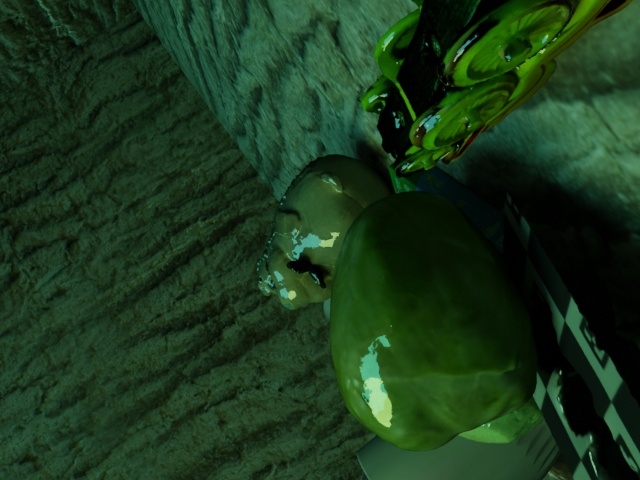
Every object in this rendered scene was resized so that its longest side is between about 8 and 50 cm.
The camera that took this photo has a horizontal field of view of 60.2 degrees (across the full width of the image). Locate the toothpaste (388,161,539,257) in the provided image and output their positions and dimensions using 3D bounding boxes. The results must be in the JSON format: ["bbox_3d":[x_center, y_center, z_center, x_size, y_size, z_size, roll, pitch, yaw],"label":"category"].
[{"bbox_3d":[0.200,-0.039,0.798,0.267,0.050,0.065,47,169,43],"label":"toothpaste"}]

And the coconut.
[{"bbox_3d":[0.269,0.201,0.896,0.204,0.236,0.236,28,178,-14],"label":"coconut"}]

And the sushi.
[{"bbox_3d":[0.312,0.155,0.576,0.296,0.099,0.373,71,-177,-48],"label":"sushi"}]

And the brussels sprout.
[{"bbox_3d":[0.127,0.101,0.684,0.328,0.246,0.328,1,-90,-85],"label":"brussels sprout"}]

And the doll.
[{"bbox_3d":[0.000,0.000,1.108,0.247,0.247,0.349,52,131,11],"label":"doll"}]

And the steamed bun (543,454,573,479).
[{"bbox_3d":[0.478,0.453,1.119,0.175,0.106,0.145,29,152,40],"label":"steamed bun"}]

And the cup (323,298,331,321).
[{"bbox_3d":[0.180,0.150,1.199,0.327,0.236,0.323,49,141,34],"label":"cup"}]

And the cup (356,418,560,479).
[{"bbox_3d":[0.271,0.400,1.041,0.253,0.371,0.253,50,176,5],"label":"cup"}]

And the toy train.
[{"bbox_3d":[0.122,-0.144,0.424,0.101,0.160,0.296,62,171,9],"label":"toy train"}]
